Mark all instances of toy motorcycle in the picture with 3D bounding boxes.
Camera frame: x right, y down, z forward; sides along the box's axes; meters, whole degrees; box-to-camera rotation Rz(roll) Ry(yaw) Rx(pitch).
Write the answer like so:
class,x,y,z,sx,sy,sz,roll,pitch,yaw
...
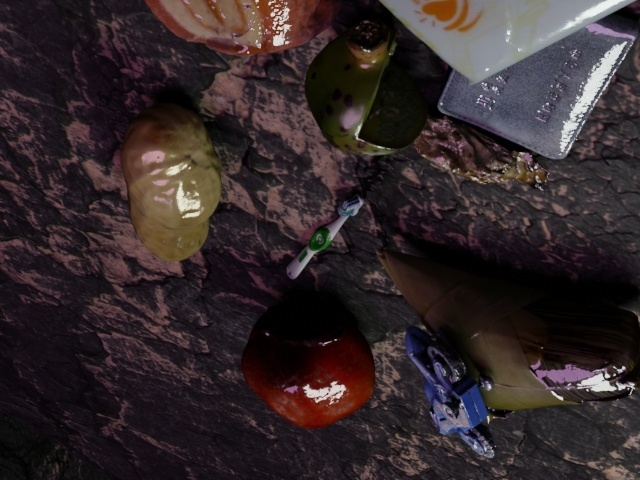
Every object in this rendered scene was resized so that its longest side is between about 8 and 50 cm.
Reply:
class,x,y,z,sx,sy,sz,roll,pitch,yaw
toy motorcycle,0.182,0.212,1.463,0.114,0.076,0.205,22,143,57

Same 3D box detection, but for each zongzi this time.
class,x,y,z,sx,sy,sz,roll,pitch,yaw
zongzi,0.256,0.097,1.431,0.317,0.154,0.289,44,144,-20

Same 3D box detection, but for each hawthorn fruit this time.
class,x,y,z,sx,sy,sz,roll,pitch,yaw
hawthorn fruit,-0.009,0.211,1.768,0.215,0.215,0.249,-8,141,44

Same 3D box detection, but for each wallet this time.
class,x,y,z,sx,sy,sz,roll,pitch,yaw
wallet,0.224,-0.181,1.126,0.167,0.036,0.222,24,150,4

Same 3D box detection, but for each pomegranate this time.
class,x,y,z,sx,sy,sz,roll,pitch,yaw
pomegranate,0.041,-0.173,1.169,0.122,0.143,0.169,6,154,31

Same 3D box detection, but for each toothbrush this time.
class,x,y,z,sx,sy,sz,roll,pitch,yaw
toothbrush,0.002,-0.001,1.590,0.030,0.030,0.304,29,152,-6

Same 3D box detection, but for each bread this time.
class,x,y,z,sx,sy,sz,roll,pitch,yaw
bread,-0.101,-0.305,1.095,0.190,0.123,0.244,10,145,28

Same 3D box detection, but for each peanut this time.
class,x,y,z,sx,sy,sz,roll,pitch,yaw
peanut,-0.214,-0.070,1.531,0.147,0.148,0.319,22,147,7

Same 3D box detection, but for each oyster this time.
class,x,y,z,sx,sy,sz,roll,pitch,yaw
oyster,0.182,-0.097,1.245,0.177,0.056,0.105,25,180,-10

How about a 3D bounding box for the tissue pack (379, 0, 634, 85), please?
class,x,y,z,sx,sy,sz,roll,pitch,yaw
tissue pack,0.177,-0.317,0.815,0.287,0.162,0.388,40,144,-20
